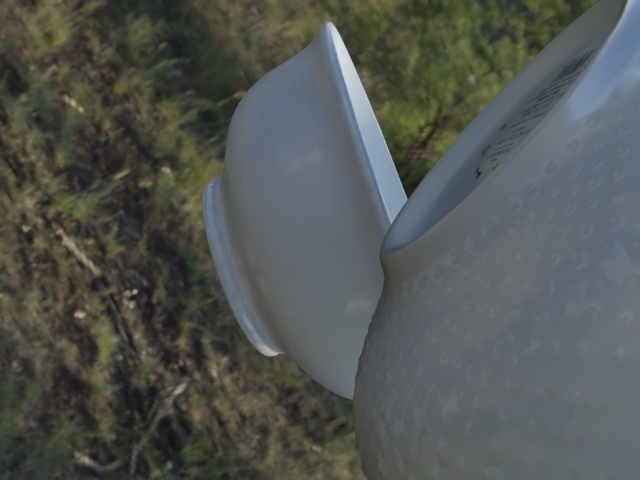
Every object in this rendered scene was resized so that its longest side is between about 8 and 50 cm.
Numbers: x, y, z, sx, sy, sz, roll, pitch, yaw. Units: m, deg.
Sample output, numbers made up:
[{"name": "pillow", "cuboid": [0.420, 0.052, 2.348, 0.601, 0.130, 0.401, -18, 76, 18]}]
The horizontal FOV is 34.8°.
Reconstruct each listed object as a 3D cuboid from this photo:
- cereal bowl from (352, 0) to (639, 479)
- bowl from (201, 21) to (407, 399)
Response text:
[{"name": "cereal bowl", "cuboid": [0.129, -0.004, 0.455, 0.141, 0.339, 0.339, 41, 15, -5]}, {"name": "bowl", "cuboid": [0.000, 0.000, 0.764, 0.298, 0.134, 0.297, -20, 90, -81]}]
